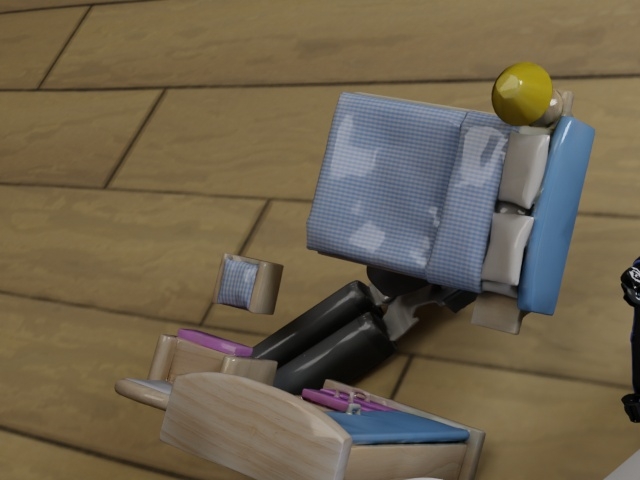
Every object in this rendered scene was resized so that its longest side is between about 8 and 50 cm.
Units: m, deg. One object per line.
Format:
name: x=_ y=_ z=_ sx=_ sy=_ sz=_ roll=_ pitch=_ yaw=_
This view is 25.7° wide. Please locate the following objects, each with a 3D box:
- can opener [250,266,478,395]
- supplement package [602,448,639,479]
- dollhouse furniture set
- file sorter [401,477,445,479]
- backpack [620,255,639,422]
can opener: x=0.021 y=0.060 z=1.124 sx=0.280 sy=0.093 sz=0.074 roll=-37 pitch=39 yaw=14
supplement package: x=0.223 y=0.235 z=0.683 sx=0.204 sy=0.145 sz=0.262 roll=-50 pitch=30 yaw=35
dollhouse furniture set: x=0.000 y=0.000 z=0.979 sx=0.286 sy=0.198 sz=0.303 roll=15 pitch=91 yaw=32
file sorter: x=0.042 y=0.301 z=0.792 sx=0.173 sy=0.193 sz=0.277 roll=-21 pitch=43 yaw=24
backpack: x=0.277 y=0.074 z=0.841 sx=0.117 sy=0.158 sz=0.173 roll=-36 pitch=49 yaw=-22
